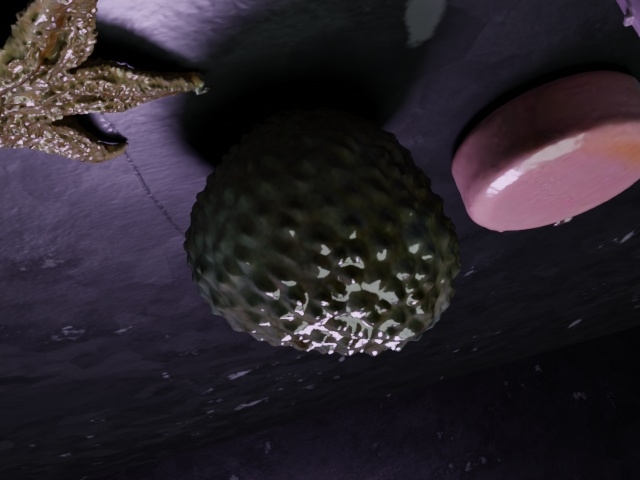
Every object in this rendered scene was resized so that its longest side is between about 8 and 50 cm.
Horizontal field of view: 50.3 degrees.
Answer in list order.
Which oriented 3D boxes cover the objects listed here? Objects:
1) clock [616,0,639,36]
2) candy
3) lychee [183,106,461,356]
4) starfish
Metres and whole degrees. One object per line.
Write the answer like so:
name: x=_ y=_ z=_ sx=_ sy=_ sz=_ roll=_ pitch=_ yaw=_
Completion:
clock: x=0.354 y=-0.287 z=0.429 sx=0.322 sy=0.113 sz=0.295 roll=-21 pitch=157 yaw=6
candy: x=0.285 y=-0.097 z=0.831 sx=0.255 sy=0.094 sz=0.255 roll=-14 pitch=157 yaw=-6
lychee: x=0.000 y=0.000 z=0.673 sx=0.255 sy=0.274 sz=0.255 roll=-45 pitch=166 yaw=-14
starfish: x=-0.206 y=-0.109 z=0.485 sx=0.299 sy=0.060 sz=0.302 roll=-34 pitch=171 yaw=22
